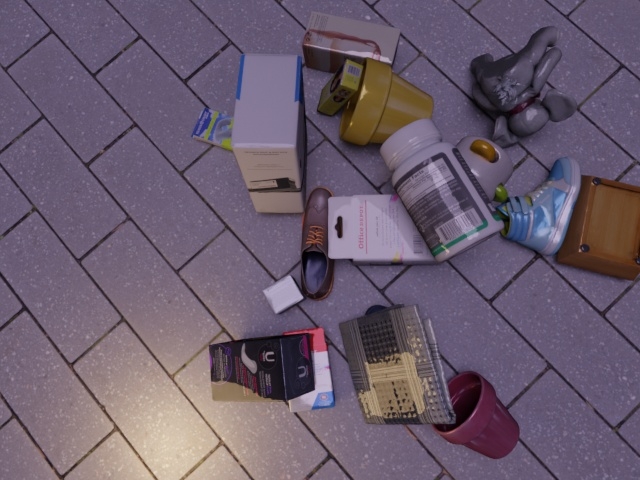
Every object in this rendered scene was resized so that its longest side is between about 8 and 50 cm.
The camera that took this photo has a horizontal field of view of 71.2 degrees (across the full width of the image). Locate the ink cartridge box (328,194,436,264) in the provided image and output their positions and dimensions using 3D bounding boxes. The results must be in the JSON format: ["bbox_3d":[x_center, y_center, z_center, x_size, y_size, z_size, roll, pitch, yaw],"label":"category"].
[{"bbox_3d":[0.200,-0.029,1.379,0.353,0.119,0.207,0,79,2],"label":"ink cartridge box"}]

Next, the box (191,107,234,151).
[{"bbox_3d":[-0.344,-0.375,1.510,0.178,0.042,0.109,19,82,6],"label":"box"}]

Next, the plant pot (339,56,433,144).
[{"bbox_3d":[0.209,-0.406,1.392,0.239,0.254,0.254,15,81,-9],"label":"plant pot"}]

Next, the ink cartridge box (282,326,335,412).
[{"bbox_3d":[-0.036,0.383,1.344,0.134,0.078,0.231,-8,80,2],"label":"ink cartridge box"}]

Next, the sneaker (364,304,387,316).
[{"bbox_3d":[0.256,0.315,1.312,0.112,0.131,0.319,-42,80,-4],"label":"sneaker"}]

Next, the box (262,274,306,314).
[{"bbox_3d":[-0.110,0.167,1.373,0.102,0.101,0.087,-30,80,-2],"label":"box"}]

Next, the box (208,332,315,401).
[{"bbox_3d":[-0.168,0.359,1.268,0.270,0.143,0.165,-12,80,32],"label":"box"}]

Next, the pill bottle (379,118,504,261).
[{"bbox_3d":[0.323,-0.139,1.232,0.204,0.204,0.361,-27,78,-1],"label":"pill bottle"}]

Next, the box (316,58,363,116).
[{"bbox_3d":[0.056,-0.473,1.406,0.058,0.232,0.087,16,80,-16],"label":"box"}]

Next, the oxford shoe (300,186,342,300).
[{"bbox_3d":[0.000,0.000,1.378,0.130,0.133,0.363,-1,80,6],"label":"oxford shoe"}]

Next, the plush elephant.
[{"bbox_3d":[0.621,-0.442,1.377,0.272,0.255,0.330,-16,37,38],"label":"plush elephant"}]

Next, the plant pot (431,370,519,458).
[{"bbox_3d":[0.442,0.501,1.250,0.180,0.201,0.201,40,84,-7],"label":"plant pot"}]

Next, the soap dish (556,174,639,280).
[{"bbox_3d":[0.864,-0.048,1.346,0.229,0.118,0.291,15,80,6],"label":"soap dish"}]

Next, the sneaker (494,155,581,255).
[{"bbox_3d":[0.654,-0.130,1.369,0.208,0.127,0.319,18,81,5],"label":"sneaker"}]

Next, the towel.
[{"bbox_3d":[0.206,0.353,1.266,0.312,0.056,0.324,-24,77,44],"label":"towel"}]

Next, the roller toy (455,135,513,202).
[{"bbox_3d":[0.473,-0.218,1.358,0.209,0.191,0.146,43,82,-28],"label":"roller toy"}]

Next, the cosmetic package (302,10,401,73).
[{"bbox_3d":[0.101,-0.631,1.474,0.296,0.153,0.129,14,83,7],"label":"cosmetic package"}]

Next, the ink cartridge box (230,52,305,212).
[{"bbox_3d":[-0.128,-0.284,1.285,0.166,0.395,0.285,1,70,1],"label":"ink cartridge box"}]
